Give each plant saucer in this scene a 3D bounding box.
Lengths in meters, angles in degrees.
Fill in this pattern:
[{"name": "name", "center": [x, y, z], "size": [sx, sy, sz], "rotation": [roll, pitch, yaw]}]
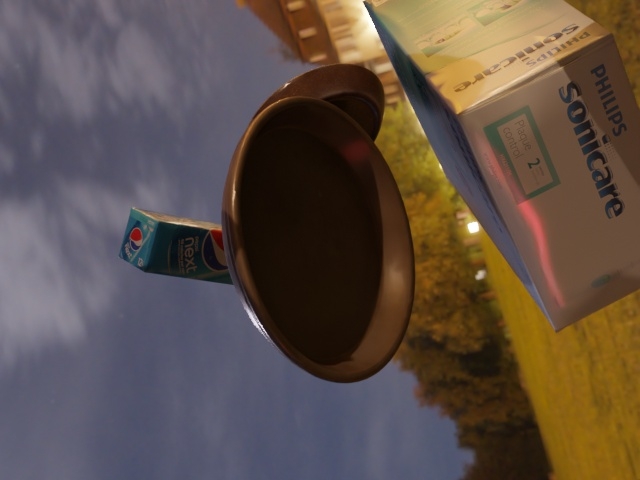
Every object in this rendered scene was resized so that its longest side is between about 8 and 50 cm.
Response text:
[{"name": "plant saucer", "center": [0.000, 0.000, 0.978], "size": [0.278, 0.041, 0.277], "rotation": [20, -116, -47]}, {"name": "plant saucer", "center": [-0.001, -0.111, 1.074], "size": [0.029, 0.168, 0.168], "rotation": [59, 178, 32]}]

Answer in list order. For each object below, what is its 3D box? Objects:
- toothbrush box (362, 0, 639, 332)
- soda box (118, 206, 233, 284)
[{"name": "toothbrush box", "center": [0.163, -0.100, 0.858], "size": [0.216, 0.126, 0.295], "rotation": [60, -177, -31]}, {"name": "soda box", "center": [-0.144, 0.013, 1.300], "size": [0.210, 0.071, 0.067], "rotation": [10, -81, -42]}]
